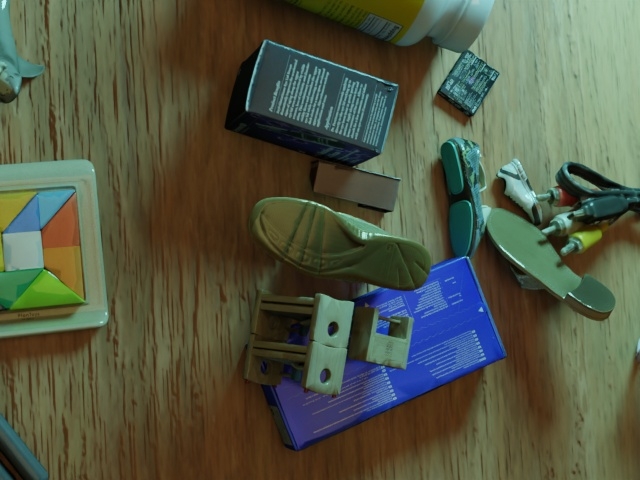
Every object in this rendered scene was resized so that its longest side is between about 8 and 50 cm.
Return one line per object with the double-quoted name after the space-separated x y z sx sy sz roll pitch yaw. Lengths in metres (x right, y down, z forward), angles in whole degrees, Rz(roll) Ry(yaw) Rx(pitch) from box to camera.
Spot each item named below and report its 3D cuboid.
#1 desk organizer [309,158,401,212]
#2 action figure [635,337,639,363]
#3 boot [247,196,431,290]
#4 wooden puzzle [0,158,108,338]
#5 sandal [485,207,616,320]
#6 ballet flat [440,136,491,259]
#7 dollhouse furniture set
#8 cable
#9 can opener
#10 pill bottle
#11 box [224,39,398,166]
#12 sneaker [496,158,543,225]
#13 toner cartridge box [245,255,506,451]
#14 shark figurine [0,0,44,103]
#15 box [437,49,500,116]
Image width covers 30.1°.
0.048 -0.080 1.757 0.130 0.047 0.050 13 84 -14 "desk organizer"
0.617 0.000 1.851 0.276 0.248 0.370 -3 94 11 "action figure"
0.000 0.000 1.654 0.262 0.203 0.095 14 91 -20 "boot"
-0.409 0.011 1.622 0.221 0.044 0.238 -6 87 -16 "wooden puzzle"
0.332 0.055 1.807 0.240 0.079 0.088 40 50 21 "sandal"
0.228 -0.064 1.800 0.070 0.070 0.188 -5 90 -16 "ballet flat"
0.011 0.149 1.630 0.184 0.129 0.129 17 80 -43 "dollhouse furniture set"
0.455 -0.059 1.864 0.287 0.072 0.139 -8 70 -35 "cable"
-0.466 0.228 1.561 0.076 0.095 0.283 -39 96 -15 "can opener"
0.079 -0.395 1.719 0.334 0.188 0.188 19 81 -14 "pill bottle"
-0.016 -0.190 1.694 0.207 0.153 0.108 16 82 -13 "box"
0.308 -0.070 1.838 0.044 0.040 0.109 -27 89 0 "sneaker"
0.082 0.161 1.731 0.348 0.075 0.165 -21 92 -16 "toner cartridge box"
-0.419 -0.285 1.634 0.116 0.166 0.278 21 60 -38 "shark figurine"
0.228 -0.243 1.835 0.067 0.018 0.083 34 77 -10 "box"
